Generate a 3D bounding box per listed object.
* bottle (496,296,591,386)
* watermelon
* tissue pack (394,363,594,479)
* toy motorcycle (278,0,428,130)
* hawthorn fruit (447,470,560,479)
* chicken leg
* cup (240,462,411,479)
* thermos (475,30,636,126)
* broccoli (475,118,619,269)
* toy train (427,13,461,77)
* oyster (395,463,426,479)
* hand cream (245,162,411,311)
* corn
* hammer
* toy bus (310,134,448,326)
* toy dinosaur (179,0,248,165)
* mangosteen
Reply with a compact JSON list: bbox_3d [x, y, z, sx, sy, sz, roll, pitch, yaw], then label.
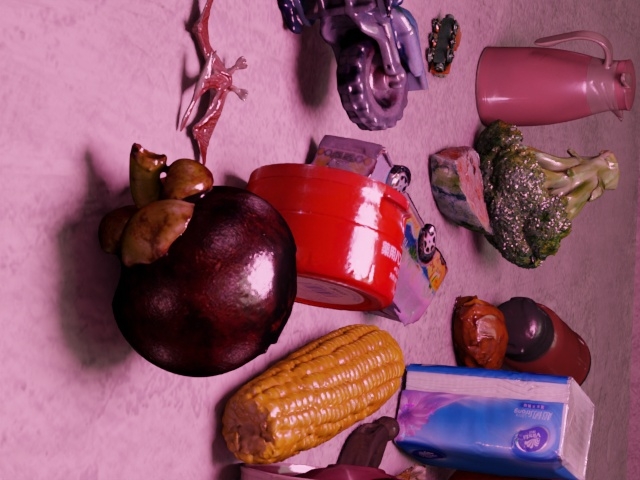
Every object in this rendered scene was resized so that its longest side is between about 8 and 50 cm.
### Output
[{"bbox_3d":[0.414,0.200,2.384,0.336,0.144,0.144,37,59,-61],"label":"bottle"},{"bbox_3d":[0.228,-0.092,2.048,0.187,0.071,0.139,56,35,-40],"label":"watermelon"},{"bbox_3d":[0.271,0.284,1.935,0.198,0.263,0.146,44,54,-59],"label":"tissue pack"},{"bbox_3d":[0.057,-0.350,1.513,0.232,0.172,0.416,-44,123,-48],"label":"toy motorcycle"},{"bbox_3d":[0.311,0.513,2.073,0.265,0.265,0.307,-14,116,-64],"label":"hawthorn fruit"},{"bbox_3d":[0.288,0.223,2.192,0.113,0.093,0.304,-75,159,-49],"label":"chicken leg"},{"bbox_3d":[-0.006,0.385,1.392,0.288,0.208,0.273,43,54,-80],"label":"cup"},{"bbox_3d":[0.417,-0.283,2.198,0.146,0.265,0.176,-61,143,-44],"label":"thermos"},{"bbox_3d":[0.380,-0.093,2.167,0.254,0.269,0.269,137,-42,-82],"label":"broccoli"},{"bbox_3d":[0.197,-0.305,1.985,0.064,0.044,0.103,66,34,-62],"label":"toy train"},{"bbox_3d":[0.136,0.387,1.904,0.148,0.051,0.103,73,19,-53],"label":"oyster"},{"bbox_3d":[0.000,0.000,1.406,0.193,0.193,0.125,35,64,-62],"label":"hand cream"},{"bbox_3d":[0.002,0.183,1.519,0.363,0.120,0.120,-23,114,-61],"label":"corn"},{"bbox_3d":[0.071,0.479,1.782,0.168,0.044,0.440,-18,109,-65],"label":"hammer"},{"bbox_3d":[0.070,-0.008,1.667,0.138,0.112,0.317,-65,148,-20],"label":"toy bus"},{"bbox_3d":[-0.113,-0.167,1.333,0.108,0.032,0.220,-14,107,-67],"label":"toy dinosaur"},{"bbox_3d":[-0.124,0.016,1.172,0.230,0.194,0.194,52,41,-20],"label":"mangosteen"}]
